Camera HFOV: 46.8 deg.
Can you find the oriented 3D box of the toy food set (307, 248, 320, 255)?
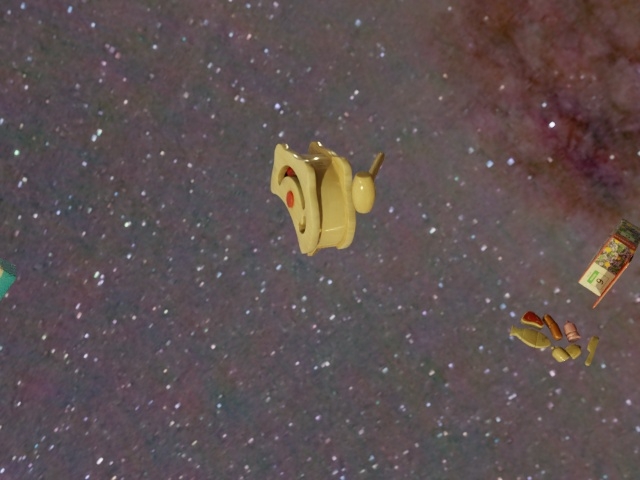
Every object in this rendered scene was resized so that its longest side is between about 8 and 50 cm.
[{"bbox_3d":[0.000,0.000,1.579,0.020,0.082,0.083,44,-122,7],"label":"toy food set"}]

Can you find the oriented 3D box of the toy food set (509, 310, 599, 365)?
[{"bbox_3d":[0.350,0.144,1.111,0.122,0.019,0.078,25,-127,15],"label":"toy food set"}]

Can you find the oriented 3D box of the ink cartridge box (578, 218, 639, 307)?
[{"bbox_3d":[0.300,0.022,0.770,0.029,0.063,0.115,36,-149,16],"label":"ink cartridge box"}]

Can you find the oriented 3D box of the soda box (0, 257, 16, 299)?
[{"bbox_3d":[-0.569,0.021,1.110,0.210,0.067,0.071,35,178,-27],"label":"soda box"}]

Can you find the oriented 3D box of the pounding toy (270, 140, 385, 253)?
[{"bbox_3d":[0.027,-0.071,1.232,0.155,0.154,0.269,-7,-157,-20],"label":"pounding toy"}]
